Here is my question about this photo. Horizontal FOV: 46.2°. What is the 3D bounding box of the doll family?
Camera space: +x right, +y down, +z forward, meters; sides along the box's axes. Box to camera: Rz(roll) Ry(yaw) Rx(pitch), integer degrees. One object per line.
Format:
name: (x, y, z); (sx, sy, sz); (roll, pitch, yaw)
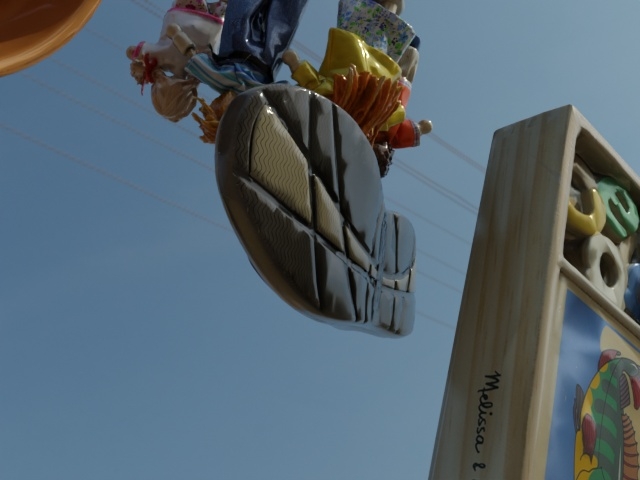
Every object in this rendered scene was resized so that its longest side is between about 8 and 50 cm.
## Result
doll family: (-0.025, -0.136, 0.589); (0.263, 0.163, 0.118); (16, -18, -6)

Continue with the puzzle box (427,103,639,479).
puzzle box: (0.156, 0.169, 0.371); (0.272, 0.408, 0.052); (35, -34, -31)

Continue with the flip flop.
flip flop: (0.000, 0.000, 0.469); (0.080, 0.112, 0.277); (4, -14, 22)

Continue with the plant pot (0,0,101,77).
plant pot: (-0.277, -0.235, 0.412); (0.204, 0.290, 0.290); (8, -36, 29)
